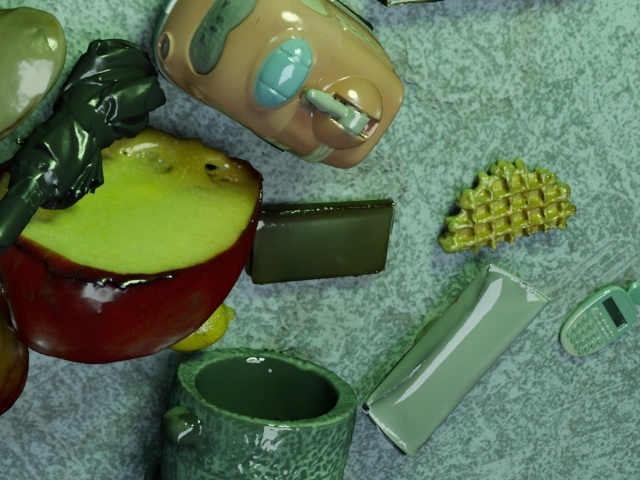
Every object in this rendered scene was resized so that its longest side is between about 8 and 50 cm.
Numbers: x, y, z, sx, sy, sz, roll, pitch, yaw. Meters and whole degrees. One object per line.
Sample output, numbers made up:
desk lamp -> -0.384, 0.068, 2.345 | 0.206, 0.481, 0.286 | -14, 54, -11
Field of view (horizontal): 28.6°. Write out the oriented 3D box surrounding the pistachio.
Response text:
pistachio -> -0.347, -0.175, 1.371 | 0.185, 0.126, 0.108 | -48, 155, 11

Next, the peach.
peach -> -0.230, 0.013, 1.461 | 0.361, 0.258, 0.201 | -21, 147, -36

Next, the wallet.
wallet -> 0.000, 0.000, 1.660 | 0.198, 0.031, 0.110 | -5, 117, -22

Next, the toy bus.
toy bus -> -0.038, -0.194, 1.433 | 0.287, 0.232, 0.194 | 30, 104, -35

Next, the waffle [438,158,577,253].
waffle -> 0.266, -0.033, 1.753 | 0.192, 0.046, 0.161 | 20, 103, -30

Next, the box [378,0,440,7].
box -> 0.222, -0.395, 1.553 | 0.324, 0.047, 0.180 | -10, 118, -20

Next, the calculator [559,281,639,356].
calculator -> 0.430, 0.118, 1.914 | 0.153, 0.021, 0.095 | -39, 124, -1

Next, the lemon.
lemon -> -0.163, 0.101, 1.608 | 0.110, 0.082, 0.082 | -13, 119, -10

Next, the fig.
fig -> -0.420, 0.112, 1.477 | 0.175, 0.207, 0.175 | 3, 148, 2

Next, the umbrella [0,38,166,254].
umbrella -> -0.270, -0.102, 1.337 | 0.118, 0.340, 0.118 | 13, 132, 15

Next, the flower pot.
flower pot -> -0.088, 0.318, 1.621 | 0.299, 0.299, 0.283 | 3, 110, -25

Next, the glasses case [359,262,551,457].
glasses case -> 0.183, 0.160, 1.792 | 0.128, 0.083, 0.308 | 39, 95, -27
